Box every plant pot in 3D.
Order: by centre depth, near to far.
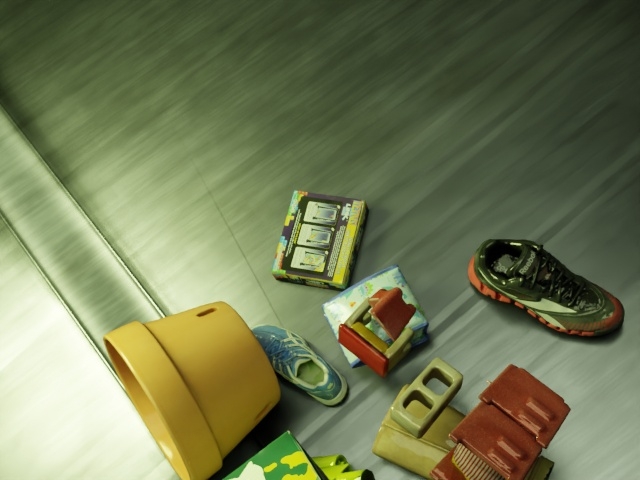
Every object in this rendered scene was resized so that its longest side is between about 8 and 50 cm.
[{"bbox_3d":[-0.203,0.234,1.655,0.203,0.291,0.291,-31,61,-19],"label":"plant pot"}]

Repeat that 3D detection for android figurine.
[{"bbox_3d":[-0.054,0.414,1.560,0.272,0.248,0.056,-16,98,34],"label":"android figurine"}]

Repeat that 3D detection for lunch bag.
[{"bbox_3d":[0.094,0.136,1.708,0.151,0.096,0.129,-24,63,-8],"label":"lunch bag"}]

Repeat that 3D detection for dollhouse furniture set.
[{"bbox_3d":[0.166,0.227,1.491,0.374,0.201,0.152,37,65,19],"label":"dollhouse furniture set"}]

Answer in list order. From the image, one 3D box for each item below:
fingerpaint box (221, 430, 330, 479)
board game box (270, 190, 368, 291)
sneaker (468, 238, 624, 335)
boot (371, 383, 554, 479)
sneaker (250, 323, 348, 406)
[{"bbox_3d":[-0.062,0.533,1.361,0.371,0.445,0.163,-36,40,-4],"label":"fingerpaint box"},{"bbox_3d":[0.000,0.000,1.820,0.141,0.048,0.170,10,69,16],"label":"board game box"},{"bbox_3d":[0.371,0.072,1.645,0.276,0.135,0.098,25,72,21],"label":"sneaker"},{"bbox_3d":[0.203,0.385,1.578,0.269,0.089,0.236,24,61,21],"label":"boot"},{"bbox_3d":[-0.044,0.203,1.720,0.211,0.081,0.080,29,78,25],"label":"sneaker"}]
